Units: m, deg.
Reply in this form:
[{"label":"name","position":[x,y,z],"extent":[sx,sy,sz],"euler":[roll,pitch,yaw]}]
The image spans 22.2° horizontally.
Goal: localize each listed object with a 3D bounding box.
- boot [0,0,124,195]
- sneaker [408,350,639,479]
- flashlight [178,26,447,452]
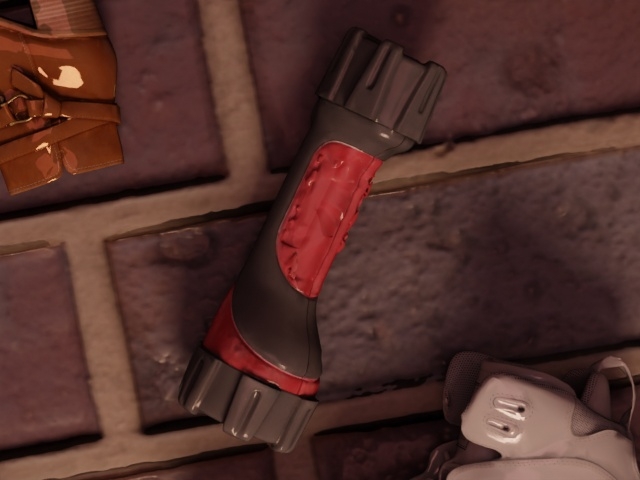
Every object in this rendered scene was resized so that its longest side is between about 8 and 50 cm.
[{"label":"boot","position":[-0.245,-0.106,1.191],"extent":[0.197,0.073,0.152],"euler":[-12,99,1]},{"label":"sneaker","position":[0.075,0.196,1.199],"extent":[0.366,0.137,0.210],"euler":[-5,94,-7]},{"label":"flashlight","position":[0.000,0.000,1.192],"extent":[0.103,0.103,0.304],"euler":[26,94,-3]}]
